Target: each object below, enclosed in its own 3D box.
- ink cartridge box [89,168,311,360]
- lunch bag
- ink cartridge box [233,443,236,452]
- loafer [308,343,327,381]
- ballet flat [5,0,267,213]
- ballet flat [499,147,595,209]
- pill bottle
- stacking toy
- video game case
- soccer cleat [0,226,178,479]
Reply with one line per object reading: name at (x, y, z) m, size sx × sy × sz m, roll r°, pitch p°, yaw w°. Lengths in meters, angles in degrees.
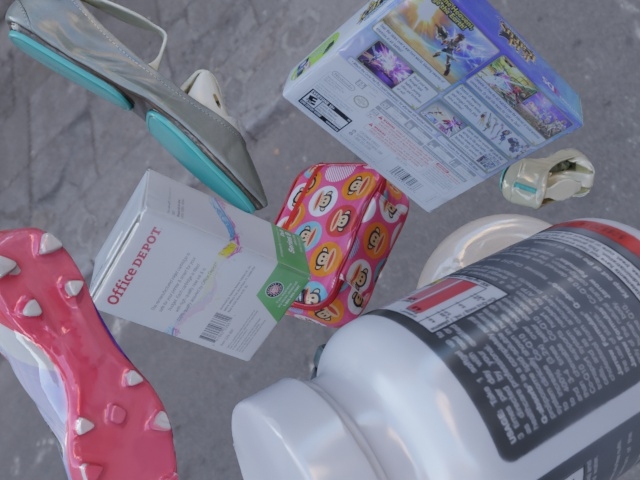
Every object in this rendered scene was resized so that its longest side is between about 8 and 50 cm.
ink cartridge box at (-0.143, 0.034, 0.844) m, size 0.154 × 0.212 × 0.093 m, roll -54°, pitch 29°, yaw 26°
lunch bag at (0.000, 0.000, 1.292) m, size 0.258 × 0.120 × 0.293 m, roll 8°, pitch 66°, yaw 45°
ink cartridge box at (-0.018, 0.285, 1.036) m, size 0.208 × 0.206 × 0.045 m, roll -19°, pitch 51°, yaw -12°
loafer at (0.099, 0.179, 0.758) m, size 0.096 × 0.267 × 0.084 m, roll 26°, pitch 95°, yaw 64°
ballet flat at (-0.109, -0.104, 0.487) m, size 0.068 × 0.213 × 0.072 m, roll -55°, pitch 9°, yaw -12°
ballet flat at (0.360, -0.089, 1.066) m, size 0.086 × 0.248 × 0.086 m, roll 15°, pitch 112°, yaw 42°
pill bottle at (0.127, 0.132, 0.581) m, size 0.363 × 0.210 × 0.210 m, roll -21°, pitch 42°, yaw -25°
stacking toy at (0.346, 0.115, 1.535) m, size 0.350 × 0.351 × 0.480 m, roll -58°, pitch 3°, yaw 2°
video game case at (0.134, -0.175, 0.867) m, size 0.244 × 0.269 × 0.061 m, roll -30°, pitch 34°, yaw 41°
soccer cleat at (-0.183, 0.106, 0.531) m, size 0.095 × 0.083 × 0.248 m, roll -14°, pitch 103°, yaw 52°
